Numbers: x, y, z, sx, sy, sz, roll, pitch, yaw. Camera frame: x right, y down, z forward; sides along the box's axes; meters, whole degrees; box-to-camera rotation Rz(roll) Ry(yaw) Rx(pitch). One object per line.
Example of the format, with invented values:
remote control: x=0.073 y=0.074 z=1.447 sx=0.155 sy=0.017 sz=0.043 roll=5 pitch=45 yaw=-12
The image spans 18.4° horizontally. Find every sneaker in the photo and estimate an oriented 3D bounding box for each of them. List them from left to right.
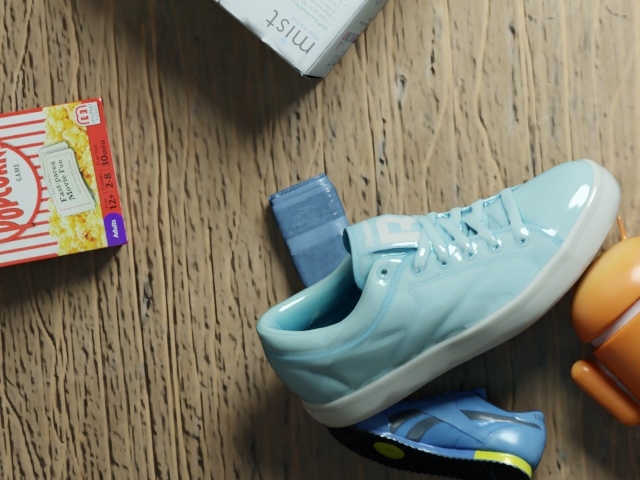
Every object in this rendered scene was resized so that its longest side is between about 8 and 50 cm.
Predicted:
sneaker: x=0.101 y=0.026 z=1.812 sx=0.366 sy=0.135 sz=0.150 roll=-38 pitch=122 yaw=9
sneaker: x=0.113 y=0.177 z=1.886 sx=0.209 sy=0.069 sz=0.082 roll=9 pitch=61 yaw=17

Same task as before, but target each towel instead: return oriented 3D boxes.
towel: x=0.000 y=0.000 z=1.905 sx=0.067 sy=0.029 sz=0.119 roll=-22 pitch=88 yaw=10

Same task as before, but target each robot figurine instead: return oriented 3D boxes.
robot figurine: x=0.320 y=0.084 z=1.808 sx=0.219 sy=0.128 sz=0.158 roll=46 pitch=138 yaw=4

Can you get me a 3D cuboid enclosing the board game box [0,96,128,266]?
board game box: x=-0.295 y=-0.050 z=1.910 sx=0.193 sy=0.045 sz=0.147 roll=-11 pitch=91 yaw=-13

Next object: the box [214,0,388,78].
box: x=-0.033 y=-0.319 z=1.844 sx=0.262 sy=0.127 sz=0.231 roll=40 pitch=99 yaw=5
